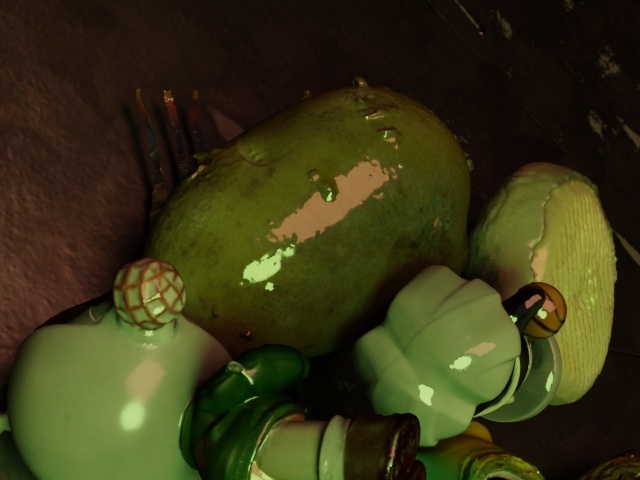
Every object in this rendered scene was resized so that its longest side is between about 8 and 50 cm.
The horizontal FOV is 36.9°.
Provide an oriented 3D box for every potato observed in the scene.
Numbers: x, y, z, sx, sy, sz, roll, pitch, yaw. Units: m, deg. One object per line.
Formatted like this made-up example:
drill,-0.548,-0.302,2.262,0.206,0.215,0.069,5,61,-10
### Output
potato,-0.004,-0.015,0.934,0.359,0.219,0.270,-15,119,-37

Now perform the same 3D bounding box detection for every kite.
kite,-0.137,-0.041,0.994,0.141,0.015,0.245,-5,80,-43

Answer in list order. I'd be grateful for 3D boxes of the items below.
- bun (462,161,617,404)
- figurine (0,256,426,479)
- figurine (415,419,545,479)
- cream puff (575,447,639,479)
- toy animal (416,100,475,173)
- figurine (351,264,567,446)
bun,0.257,0.055,1.155,0.287,0.146,0.288,3,87,-52
figurine,-0.101,0.146,0.755,0.167,0.369,0.281,-54,144,-44
figurine,0.092,0.316,0.888,0.340,0.231,0.324,-26,105,-52
cream puff,0.390,0.324,1.142,0.169,0.183,0.183,-18,81,-61
toy animal,0.127,-0.049,1.160,0.170,0.090,0.255,-38,92,-38
figurine,0.138,0.104,0.892,0.133,0.176,0.236,47,20,31
